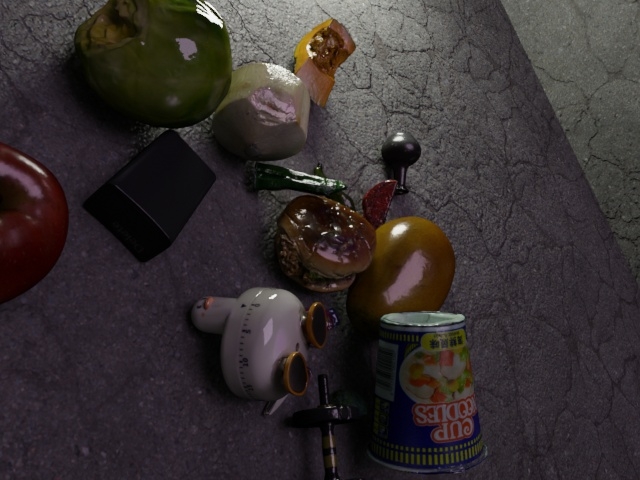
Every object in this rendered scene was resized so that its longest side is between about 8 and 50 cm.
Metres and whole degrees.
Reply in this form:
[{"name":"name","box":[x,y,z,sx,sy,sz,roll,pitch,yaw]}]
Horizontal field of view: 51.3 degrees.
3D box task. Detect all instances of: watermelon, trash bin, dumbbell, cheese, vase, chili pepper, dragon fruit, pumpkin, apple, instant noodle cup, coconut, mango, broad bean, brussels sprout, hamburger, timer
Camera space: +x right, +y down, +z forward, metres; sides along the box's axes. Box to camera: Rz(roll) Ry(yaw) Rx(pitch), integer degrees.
[{"name":"watermelon","box":[0.068,0.386,1.537,0.084,0.092,0.072,-41,140,-40]},{"name":"trash bin","box":[-0.330,-0.098,1.339,0.165,0.115,0.225,47,40,-17]},{"name":"dumbbell","box":[0.018,0.443,1.399,0.143,0.143,0.325,15,61,-41]},{"name":"cheese","box":[-0.007,0.199,1.574,0.145,0.038,0.095,-19,85,-48]},{"name":"vase","box":[0.239,-0.226,1.997,0.120,0.120,0.182,14,76,-42]},{"name":"chili pepper","box":[-0.046,-0.142,1.593,0.227,0.059,0.088,7,46,0]},{"name":"dragon fruit","box":[0.157,-0.092,1.867,0.106,0.083,0.162,65,40,-79]},{"name":"pumpkin","box":[-0.012,-0.487,1.864,0.131,0.126,0.248,46,63,-31]},{"name":"apple","box":[-0.522,-0.028,1.018,0.260,0.217,0.260,23,54,-36]},{"name":"instant noodle cup","box":[0.232,0.325,1.509,0.284,0.284,0.312,-5,94,-47]},{"name":"coconut","box":[-0.134,-0.289,1.556,0.241,0.241,0.241,23,56,-38]},{"name":"mango","box":[0.203,0.103,1.714,0.263,0.221,0.378,55,52,-17]},{"name":"broad bean","box":[0.041,-0.119,1.780,0.195,0.046,0.061,53,45,-10]},{"name":"brussels sprout","box":[-0.326,-0.387,1.363,0.344,0.268,0.344,26,43,-27]},{"name":"hamburger","box":[0.000,0.000,1.589,0.286,0.146,0.243,-6,56,-35]},{"name":"timer","box":[-0.131,0.206,1.360,0.233,0.240,0.233,4,90,-67]}]

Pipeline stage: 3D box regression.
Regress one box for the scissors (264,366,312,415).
[{"name":"scissors","box":[-0.075,0.320,1.456,0.085,0.022,0.176,55,39,-12]}]
